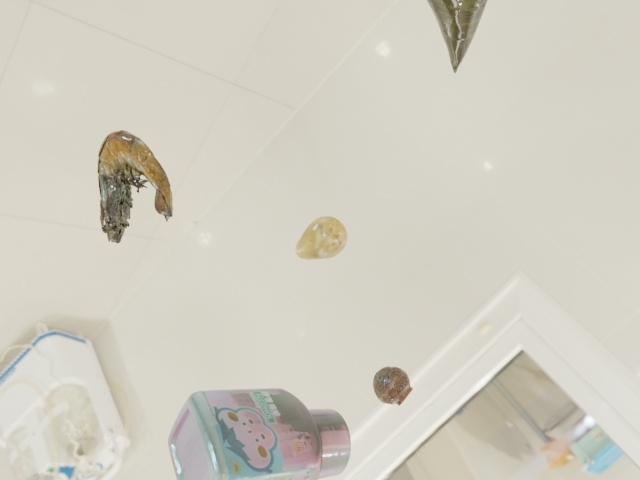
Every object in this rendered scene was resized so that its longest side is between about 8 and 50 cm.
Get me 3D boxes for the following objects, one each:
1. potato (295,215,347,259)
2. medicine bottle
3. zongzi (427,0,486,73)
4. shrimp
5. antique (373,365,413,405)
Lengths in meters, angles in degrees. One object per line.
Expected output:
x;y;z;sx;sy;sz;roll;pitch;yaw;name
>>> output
0.000;0.000;0.929;0.083;0.062;0.068;-23;119;37;potato
-0.061;0.234;0.672;0.187;0.119;0.094;8;123;-36;medicine bottle
0.288;-0.681;1.593;0.403;0.208;0.433;0;119;-27;zongzi
-0.403;-0.088;1.300;0.054;0.222;0.291;-33;150;-51;shrimp
0.182;0.372;1.542;0.104;0.104;0.104;-23;140;-21;antique
